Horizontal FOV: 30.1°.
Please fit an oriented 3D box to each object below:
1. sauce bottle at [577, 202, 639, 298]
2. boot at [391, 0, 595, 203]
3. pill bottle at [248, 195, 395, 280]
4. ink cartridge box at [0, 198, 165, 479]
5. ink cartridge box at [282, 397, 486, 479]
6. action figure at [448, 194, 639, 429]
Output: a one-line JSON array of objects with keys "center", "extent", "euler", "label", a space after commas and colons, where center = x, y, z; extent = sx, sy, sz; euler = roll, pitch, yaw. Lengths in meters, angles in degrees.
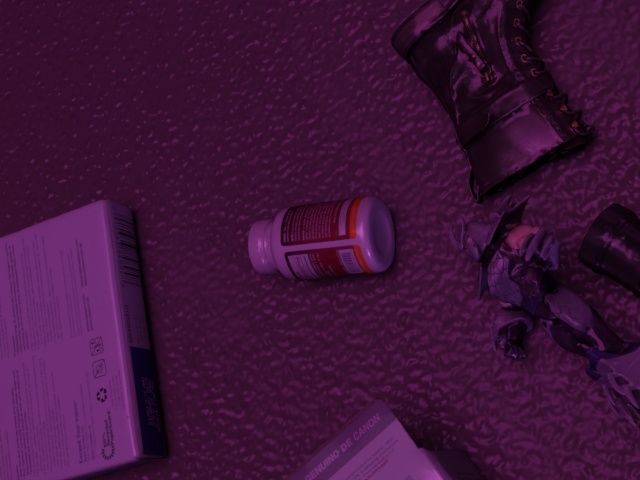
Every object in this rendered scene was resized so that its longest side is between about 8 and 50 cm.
[{"center": [0.396, 0.081, 1.102], "extent": [0.344, 0.111, 0.111], "euler": [34, 95, 28], "label": "sauce bottle"}, {"center": [0.221, -0.192, 1.275], "extent": [0.263, 0.091, 0.229], "euler": [-39, 70, 19], "label": "boot"}, {"center": [0.000, 0.000, 1.333], "extent": [0.152, 0.086, 0.086], "euler": [-6, 76, 25], "label": "pill bottle"}, {"center": [-0.361, 0.150, 1.494], "extent": [0.330, 0.071, 0.324], "euler": [-18, 72, 26], "label": "ink cartridge box"}, {"center": [0.053, 0.357, 1.203], "extent": [0.309, 0.130, 0.272], "euler": [-43, 64, 12], "label": "ink cartridge box"}, {"center": [0.230, 0.070, 1.161], "extent": [0.099, 0.185, 0.285], "euler": [-42, 66, -15], "label": "action figure"}]
